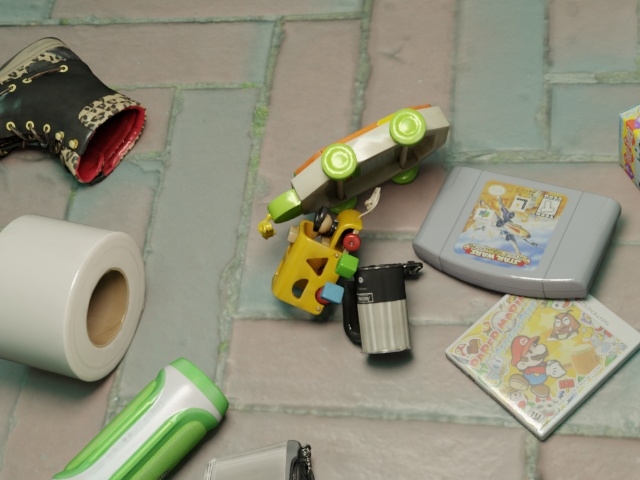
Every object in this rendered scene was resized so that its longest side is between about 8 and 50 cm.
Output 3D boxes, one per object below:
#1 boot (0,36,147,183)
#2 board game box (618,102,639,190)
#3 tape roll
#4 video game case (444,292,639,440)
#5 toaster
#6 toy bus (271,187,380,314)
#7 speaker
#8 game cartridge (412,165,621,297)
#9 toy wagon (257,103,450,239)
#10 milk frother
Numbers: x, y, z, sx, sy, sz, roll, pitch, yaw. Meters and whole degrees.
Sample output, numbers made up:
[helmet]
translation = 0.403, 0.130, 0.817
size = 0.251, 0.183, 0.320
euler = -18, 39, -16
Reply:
[boot]
translation = -0.527, -0.191, 2.200
size = 0.284, 0.138, 0.377
euler = 32, 65, 28
[board game box]
translation = 0.597, -0.094, 1.863
size = 0.142, 0.144, 0.275
euler = -25, 55, -3
[tape roll]
translation = -0.413, 0.090, 1.922
size = 0.169, 0.246, 0.246
euler = 11, 61, 20
[video game case]
translation = 0.341, 0.163, 1.830
size = 0.227, 0.026, 0.206
euler = -41, 58, -13
[toaster]
translation = -0.087, 0.384, 1.720
size = 0.146, 0.129, 0.227
euler = -11, 41, 9
[toy bus]
translation = -0.005, 0.012, 1.899
size = 0.104, 0.191, 0.202
euler = 23, 63, -9
[speaker]
translation = -0.279, 0.318, 1.816
size = 0.131, 0.131, 0.296
euler = 36, 72, 29
[game cartridge]
translation = 0.307, -0.010, 1.913
size = 0.297, 0.062, 0.198
euler = 14, 54, 27
[toy wagon]
translation = 0.046, -0.109, 1.927
size = 0.344, 0.267, 0.068
euler = -26, 79, -4
[milk frother]
translation = 0.115, 0.102, 1.886
size = 0.143, 0.129, 0.135
euler = -6, 91, -24
